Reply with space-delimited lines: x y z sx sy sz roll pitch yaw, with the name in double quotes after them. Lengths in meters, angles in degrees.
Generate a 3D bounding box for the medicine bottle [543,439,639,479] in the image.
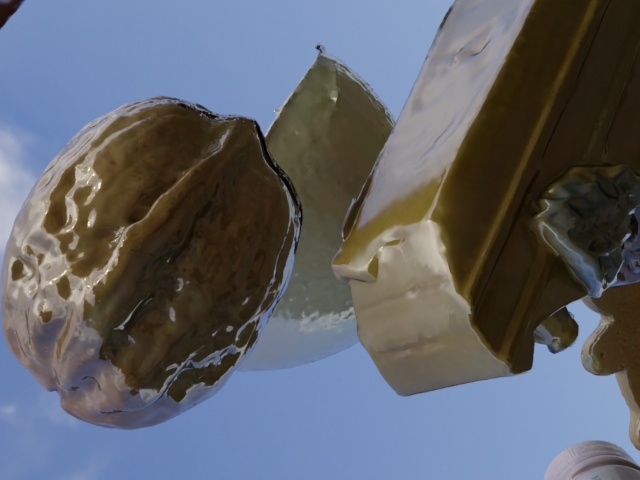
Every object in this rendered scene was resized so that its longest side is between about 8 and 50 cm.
0.342 0.332 1.328 0.133 0.133 0.249 47 -171 -12 "medicine bottle"

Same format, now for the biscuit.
0.339 0.099 1.228 0.153 0.030 0.234 -40 -72 -19 "biscuit"

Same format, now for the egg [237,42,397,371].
0.000 0.000 1.098 0.201 0.337 0.337 26 -142 0 "egg"

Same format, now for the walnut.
-0.119 0.013 0.817 0.198 0.245 0.198 36 -176 -3 "walnut"

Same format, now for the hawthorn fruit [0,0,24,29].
-0.228 -0.191 0.610 0.224 0.224 0.261 9 -150 -47 "hawthorn fruit"

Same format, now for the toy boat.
0.107 -0.059 0.469 0.115 0.089 0.310 43 -130 -20 "toy boat"
